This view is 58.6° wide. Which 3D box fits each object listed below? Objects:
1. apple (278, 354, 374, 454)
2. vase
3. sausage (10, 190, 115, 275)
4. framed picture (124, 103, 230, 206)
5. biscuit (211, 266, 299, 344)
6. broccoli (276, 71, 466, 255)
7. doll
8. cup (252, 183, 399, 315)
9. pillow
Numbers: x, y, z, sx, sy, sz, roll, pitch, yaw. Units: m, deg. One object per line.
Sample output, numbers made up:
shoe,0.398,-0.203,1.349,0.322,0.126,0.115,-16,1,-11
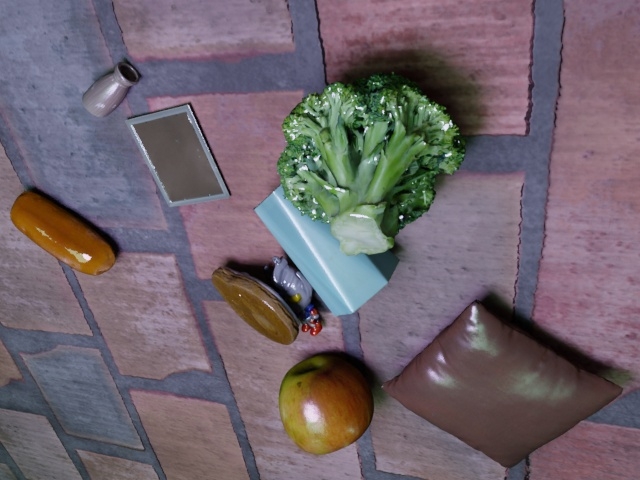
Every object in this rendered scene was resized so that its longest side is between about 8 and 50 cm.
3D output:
apple,0.007,0.326,1.151,0.196,0.196,0.196,10,127,14
vase,-0.352,-0.255,0.961,0.100,0.053,0.053,-29,110,30
sausage,-0.533,-0.009,1.181,0.238,0.098,0.098,34,129,-3
framed picture,-0.254,-0.147,1.026,0.142,0.011,0.183,-7,121,25
biscuit,-0.116,0.124,1.101,0.208,0.049,0.181,10,141,46
broccoli,0.069,-0.098,0.798,0.269,0.242,0.261,-13,132,33
doll,-0.050,0.104,1.097,0.104,0.062,0.195,36,154,54
cup,0.000,0.000,0.963,0.148,0.134,0.236,-44,95,4
pillow,0.315,0.269,1.044,0.308,0.108,0.305,31,127,-2
